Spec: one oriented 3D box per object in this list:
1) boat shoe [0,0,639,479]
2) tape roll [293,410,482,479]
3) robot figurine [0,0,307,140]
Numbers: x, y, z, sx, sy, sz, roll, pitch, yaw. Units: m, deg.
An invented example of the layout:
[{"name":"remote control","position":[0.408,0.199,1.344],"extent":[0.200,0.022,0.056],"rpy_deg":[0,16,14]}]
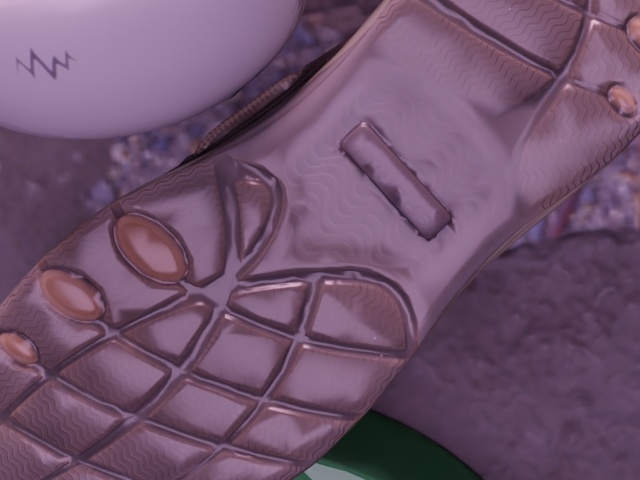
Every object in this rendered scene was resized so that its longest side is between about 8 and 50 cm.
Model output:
[{"name":"boat shoe","position":[0.000,0.000,0.683],"extent":[0.355,0.130,0.132],"rpy_deg":[-37,92,8]},{"name":"tape roll","position":[-0.034,0.232,0.784],"extent":[0.321,0.077,0.321],"rpy_deg":[2,107,6]},{"name":"robot figurine","position":[-0.097,-0.178,0.630],"extent":[0.174,0.209,0.278],"rpy_deg":[-18,105,-27]}]
